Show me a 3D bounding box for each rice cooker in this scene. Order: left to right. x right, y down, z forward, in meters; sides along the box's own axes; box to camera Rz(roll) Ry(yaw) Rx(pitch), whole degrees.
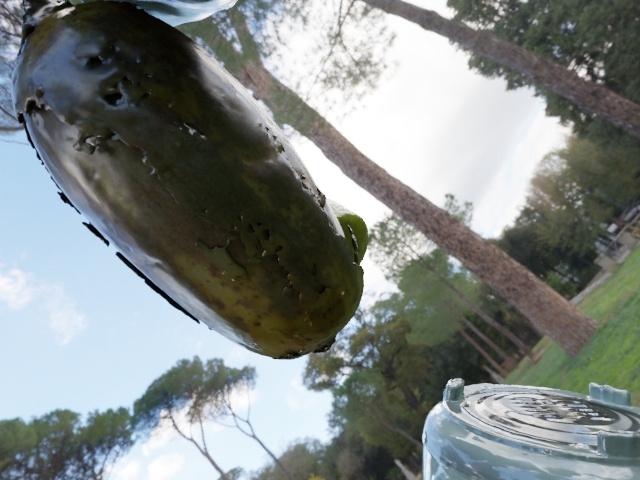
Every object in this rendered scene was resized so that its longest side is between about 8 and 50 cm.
[{"bbox_3d":[0.215,0.290,0.403,0.265,0.316,0.316,4,-54,-34],"label":"rice cooker"}]

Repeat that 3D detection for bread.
[{"bbox_3d":[0.000,0.000,0.607,0.111,0.114,0.129,-8,-52,-40],"label":"bread"}]

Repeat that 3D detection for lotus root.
[{"bbox_3d":[-0.112,-0.050,0.408,0.196,0.397,0.179,-32,16,48],"label":"lotus root"}]

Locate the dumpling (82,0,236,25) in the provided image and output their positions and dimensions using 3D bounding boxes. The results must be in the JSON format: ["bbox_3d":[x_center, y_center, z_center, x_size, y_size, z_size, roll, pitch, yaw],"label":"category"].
[{"bbox_3d":[-0.111,-0.284,0.263,0.212,0.270,0.320,-43,-24,-52],"label":"dumpling"}]
